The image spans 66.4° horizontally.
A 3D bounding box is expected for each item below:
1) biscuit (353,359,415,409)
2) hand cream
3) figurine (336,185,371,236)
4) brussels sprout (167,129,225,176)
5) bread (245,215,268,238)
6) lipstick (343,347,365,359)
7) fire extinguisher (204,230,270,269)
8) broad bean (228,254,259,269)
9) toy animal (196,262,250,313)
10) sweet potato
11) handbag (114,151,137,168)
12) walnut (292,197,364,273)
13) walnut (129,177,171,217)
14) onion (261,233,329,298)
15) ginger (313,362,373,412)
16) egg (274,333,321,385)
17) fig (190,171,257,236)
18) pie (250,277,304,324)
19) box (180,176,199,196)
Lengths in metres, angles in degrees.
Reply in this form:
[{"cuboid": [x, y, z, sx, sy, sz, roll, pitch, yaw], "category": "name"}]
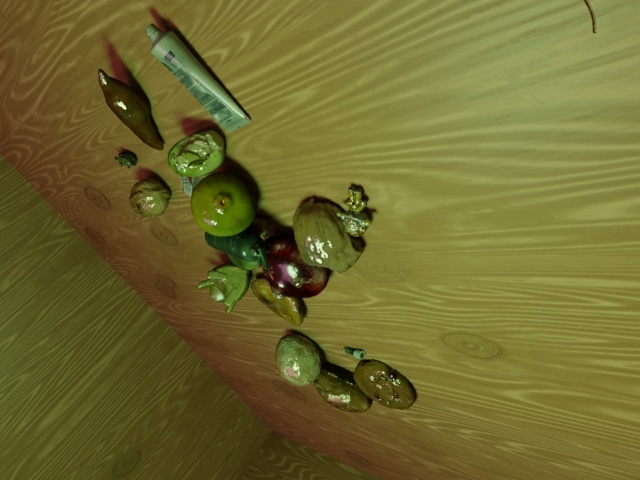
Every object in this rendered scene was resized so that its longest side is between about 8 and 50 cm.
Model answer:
[{"cuboid": [0.257, 0.606, 2.026, 0.296, 0.075, 0.295, 27, 147, 19], "category": "biscuit"}, {"cuboid": [-0.330, -0.433, 1.311, 0.340, 0.077, 0.125, 45, 149, -26], "category": "hand cream"}, {"cuboid": [0.091, -0.077, 1.321, 0.102, 0.068, 0.143, -5, 116, 45], "category": "figurine"}, {"cuboid": [-0.372, -0.264, 1.491, 0.145, 0.183, 0.131, 13, -125, -83], "category": "brussels sprout"}, {"cuboid": [-0.251, -0.041, 1.717, 0.136, 0.054, 0.154, 32, 124, 18], "category": "bread"}, {"cuboid": [0.130, 0.458, 2.007, 0.116, 0.037, 0.037, 5, 135, 49], "category": "lipstick"}, {"cuboid": [-0.269, 0.015, 1.624, 0.311, 0.096, 0.114, 14, 111, 47], "category": "fire extinguisher"}, {"cuboid": [-0.296, 0.034, 1.852, 0.169, 0.100, 0.228, 46, 159, -3], "category": "broad bean"}, {"cuboid": [-0.416, 0.213, 2.118, 0.181, 0.180, 0.363, 47, 148, 0], "category": "toy animal"}, {"cuboid": [-0.601, -0.421, 1.556, 0.112, 0.112, 0.359, 27, 165, 20], "category": "sweet potato"}, {"cuboid": [-0.755, -0.317, 1.914, 0.111, 0.047, 0.072, 13, 142, 40], "category": "handbag"}, {"cuboid": [0.005, -0.005, 1.432, 0.238, 0.141, 0.204, 29, 143, 11], "category": "walnut"}, {"cuboid": [-0.668, -0.169, 1.925, 0.155, 0.155, 0.184, 48, 153, -15], "category": "walnut"}, {"cuboid": [-0.114, 0.109, 1.646, 0.272, 0.195, 0.271, 26, 145, 20], "category": "onion"}, {"cuboid": [0.083, 0.662, 2.203, 0.321, 0.172, 0.165, 28, 108, 22], "category": "ginger"}, {"cuboid": [-0.105, 0.533, 2.191, 0.245, 0.204, 0.203, 55, 154, 18], "category": "egg"}, {"cuboid": [-0.300, -0.115, 1.564, 0.207, 0.207, 0.230, 33, -172, 11], "category": "fig"}, {"cuboid": [-0.172, 0.249, 2.016, 0.274, 0.069, 0.273, 28, 147, 20], "category": "pie"}, {"cuboid": [-0.456, -0.232, 1.715, 0.055, 0.039, 0.218, 38, 150, 3], "category": "box"}]
